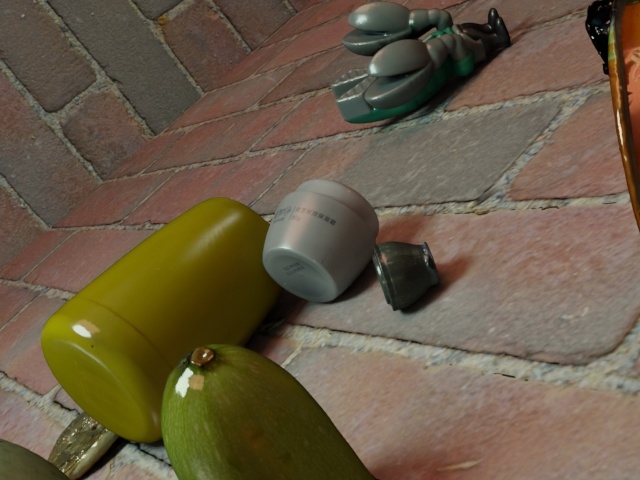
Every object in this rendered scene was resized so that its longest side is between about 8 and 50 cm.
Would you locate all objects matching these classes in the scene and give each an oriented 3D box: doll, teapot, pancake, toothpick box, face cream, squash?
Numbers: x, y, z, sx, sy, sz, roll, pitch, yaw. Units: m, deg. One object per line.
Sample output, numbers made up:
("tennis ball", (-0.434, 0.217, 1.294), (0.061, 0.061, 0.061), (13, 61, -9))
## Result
("doll", (0.127, -0.275, 1.445), (0.258, 0.153, 0.195), (-38, 32, -15))
("teapot", (0.083, 0.030, 0.958), (0.057, 0.066, 0.088), (-17, -3, 2))
("pancake", (-0.262, 0.223, 1.171), (0.158, 0.028, 0.158), (-36, 16, 12))
("toothpick box", (-0.156, 0.074, 1.105), (0.175, 0.175, 0.271), (-14, 26, 51))
("face cream", (0.000, 0.000, 1.079), (0.117, 0.117, 0.104), (-13, 39, 51))
("squash", (-0.046, 0.152, 0.706), (0.123, 0.186, 0.123), (-27, 25, 14))

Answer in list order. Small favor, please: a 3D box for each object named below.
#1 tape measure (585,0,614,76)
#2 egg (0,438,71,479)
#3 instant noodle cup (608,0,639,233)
("tape measure", (0.360, -0.216, 0.947), (0.199, 0.112, 0.186), (-35, 21, 11))
("egg", (-0.274, 0.282, 0.649), (0.288, 0.287, 0.379), (-34, 7, 10))
("instant noodle cup", (0.285, -0.059, 0.559), (0.182, 0.230, 0.230), (-14, 29, 32))
